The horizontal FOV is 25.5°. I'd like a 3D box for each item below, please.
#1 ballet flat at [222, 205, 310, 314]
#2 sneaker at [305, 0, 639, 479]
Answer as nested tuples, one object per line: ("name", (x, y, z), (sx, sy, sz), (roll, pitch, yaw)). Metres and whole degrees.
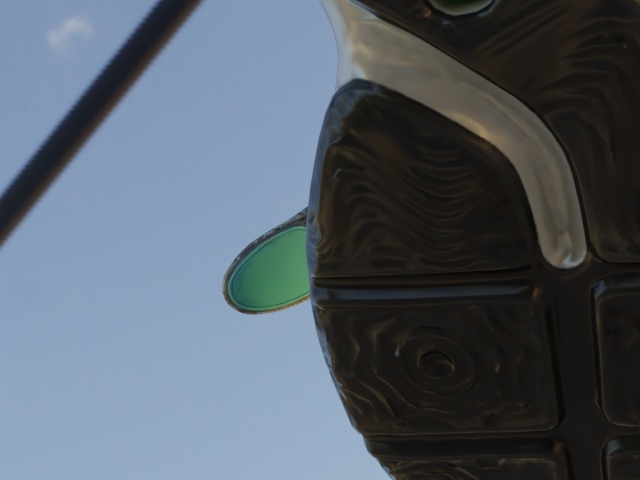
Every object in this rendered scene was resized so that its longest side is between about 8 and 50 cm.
("ballet flat", (0.000, 0.000, 0.697), (0.114, 0.041, 0.041), (-33, -33, -11))
("sneaker", (0.089, -0.103, 0.516), (0.169, 0.257, 0.447), (-4, -58, 24))
